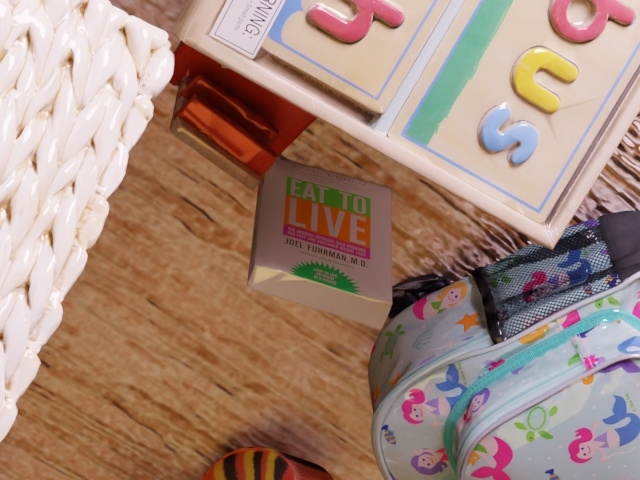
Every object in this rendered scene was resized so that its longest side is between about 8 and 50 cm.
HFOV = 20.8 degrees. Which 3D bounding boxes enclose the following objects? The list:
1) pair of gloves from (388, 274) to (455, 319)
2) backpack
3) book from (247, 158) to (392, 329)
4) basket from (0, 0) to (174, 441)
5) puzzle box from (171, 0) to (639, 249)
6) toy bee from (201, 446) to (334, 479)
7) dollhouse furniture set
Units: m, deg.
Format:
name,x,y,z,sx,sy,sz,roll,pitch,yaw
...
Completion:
name,x,y,z,sx,sy,sz,roll,pitch,yaw
pair of gloves,0.076,0.064,1.324,0.074,0.010,0.083,-19,119,7
backpack,0.164,0.126,1.262,0.254,0.191,0.225,-21,122,17
book,0.000,0.000,1.207,0.096,0.144,0.035,17,121,-10
basket,-0.302,-0.018,1.039,0.266,0.328,0.331,29,160,-20
puzzle box,0.129,-0.228,1.022,0.272,0.052,0.409,27,97,-19
toy bee,-0.120,0.274,1.393,0.298,0.162,0.195,-44,133,-8
dollhouse furniture set,0.017,-0.165,1.106,0.262,0.135,0.259,36,117,-19
